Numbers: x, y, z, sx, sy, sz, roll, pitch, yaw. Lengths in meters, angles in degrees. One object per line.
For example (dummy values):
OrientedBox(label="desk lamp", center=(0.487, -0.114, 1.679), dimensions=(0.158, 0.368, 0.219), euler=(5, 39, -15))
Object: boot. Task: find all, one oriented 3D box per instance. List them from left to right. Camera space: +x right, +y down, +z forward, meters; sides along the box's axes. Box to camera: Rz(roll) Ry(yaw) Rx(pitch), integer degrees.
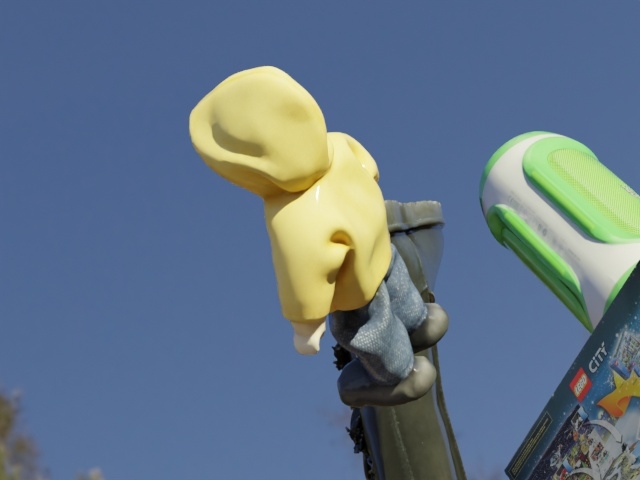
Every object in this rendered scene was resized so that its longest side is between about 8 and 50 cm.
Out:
OrientedBox(label="boot", center=(0.111, 0.186, 2.203), dimensions=(0.146, 0.445, 0.367), euler=(-18, -4, 16))

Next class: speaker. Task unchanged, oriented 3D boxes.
OrientedBox(label="speaker", center=(0.249, 0.005, 1.721), dimensions=(0.131, 0.296, 0.131), euler=(-9, -62, -17))

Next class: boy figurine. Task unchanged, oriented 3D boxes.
OrientedBox(label="boy figurine", center=(0.000, 0.000, 1.372), dimensions=(0.092, 0.177, 0.285), euler=(-11, -48, 28))

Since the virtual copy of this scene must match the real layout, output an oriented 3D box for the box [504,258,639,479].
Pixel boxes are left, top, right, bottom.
OrientedBox(label="box", center=(0.244, 0.153, 1.487), dimensions=(0.044, 0.159, 0.233), euler=(8, -54, -32))
